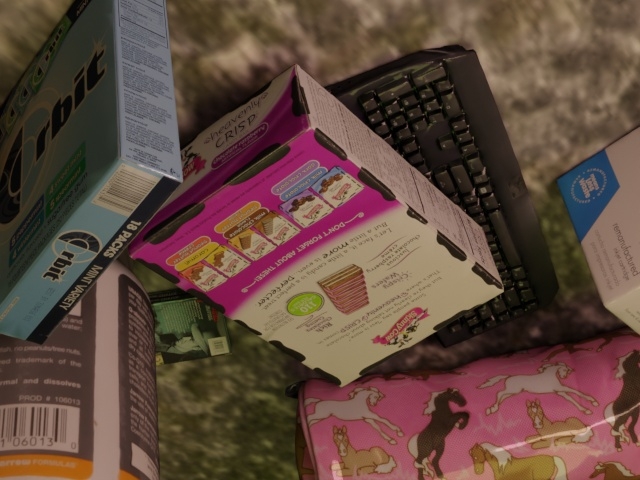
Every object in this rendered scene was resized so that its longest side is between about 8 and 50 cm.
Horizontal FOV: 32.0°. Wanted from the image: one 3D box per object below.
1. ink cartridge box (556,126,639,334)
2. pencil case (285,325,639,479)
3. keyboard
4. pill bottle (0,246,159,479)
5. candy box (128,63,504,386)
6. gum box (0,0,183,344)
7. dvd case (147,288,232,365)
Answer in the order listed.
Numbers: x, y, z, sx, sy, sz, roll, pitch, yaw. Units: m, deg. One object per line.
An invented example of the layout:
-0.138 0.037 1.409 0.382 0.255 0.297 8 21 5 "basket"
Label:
0.300 -0.043 0.804 0.231 0.134 0.078 -35 132 25 "ink cartridge box"
0.170 0.163 0.982 0.386 0.167 0.160 -11 140 1 "pencil case"
0.065 -0.008 0.876 0.202 0.033 0.317 -20 137 11 "keyboard"
-0.192 0.099 0.758 0.162 0.278 0.162 -5 138 -5 "pill bottle"
0.000 0.000 0.795 0.159 0.071 0.233 -33 133 22 "candy box"
-0.145 -0.057 0.664 0.041 0.184 0.157 22 130 -32 "gum box"
-0.139 0.076 0.943 0.120 0.013 0.087 -8 138 0 "dvd case"
